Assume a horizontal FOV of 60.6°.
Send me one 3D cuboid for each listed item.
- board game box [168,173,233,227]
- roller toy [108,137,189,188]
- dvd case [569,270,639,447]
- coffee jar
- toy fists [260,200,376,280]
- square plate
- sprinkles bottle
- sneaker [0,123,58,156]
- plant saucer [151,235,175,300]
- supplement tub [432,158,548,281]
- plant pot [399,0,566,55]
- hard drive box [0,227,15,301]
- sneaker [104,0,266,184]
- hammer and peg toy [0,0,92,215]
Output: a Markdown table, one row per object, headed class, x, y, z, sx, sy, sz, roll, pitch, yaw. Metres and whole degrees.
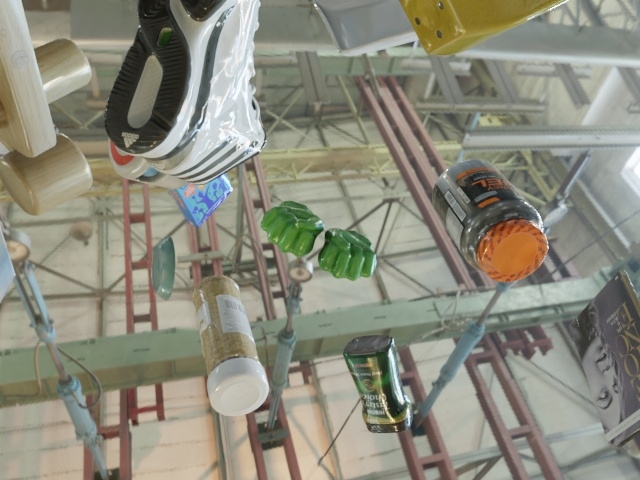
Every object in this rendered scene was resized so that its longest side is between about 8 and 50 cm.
| class | x | y | z | sx | sy | sz | roll | pitch | yaw |
| --- | --- | --- | --- | --- | --- | --- | --- | --- | --- |
| board game box | -0.330 | -0.163 | 1.463 | 0.047 | 0.210 | 0.160 | 20 | -121 | 30 |
| roller toy | -0.321 | -0.208 | 1.074 | 0.146 | 0.210 | 0.191 | 11 | -164 | -46 |
| dvd case | 0.463 | 0.184 | 0.853 | 0.018 | 0.165 | 0.221 | 6 | -132 | -7 |
| coffee jar | 0.111 | 0.274 | 1.033 | 0.096 | 0.185 | 0.079 | -11 | -164 | 25 |
| toy fists | 0.000 | 0.000 | 1.238 | 0.279 | 0.096 | 0.142 | 27 | -152 | -2 |
| square plate | 0.176 | -0.570 | 1.371 | 0.346 | 0.049 | 0.344 | -15 | -136 | -1 |
| sprinkles bottle | -0.211 | 0.222 | 1.233 | 0.121 | 0.121 | 0.355 | -6 | -148 | -16 |
| sneaker | -0.584 | -0.217 | 0.906 | 0.182 | 0.315 | 0.128 | 32 | -96 | -5 |
| plant saucer | -0.289 | 0.050 | 0.998 | 0.021 | 0.119 | 0.119 | 3 | -134 | -28 |
| supplement tub | 0.432 | -0.056 | 1.417 | 0.206 | 0.207 | 0.338 | 1 | -148 | -10 |
| plant pot | 0.102 | -0.172 | 0.373 | 0.083 | 0.081 | 0.081 | -35 | -77 | -14 |
| hard drive box | -0.613 | 0.024 | 0.881 | 0.181 | 0.232 | 0.089 | 22 | -120 | -14 |
| sneaker | -0.168 | -0.302 | 0.892 | 0.169 | 0.257 | 0.448 | 16 | -100 | 21 |
| hammer and peg toy | -0.290 | -0.172 | 0.369 | 0.265 | 0.361 | 0.127 | 33 | -128 | 15 |
